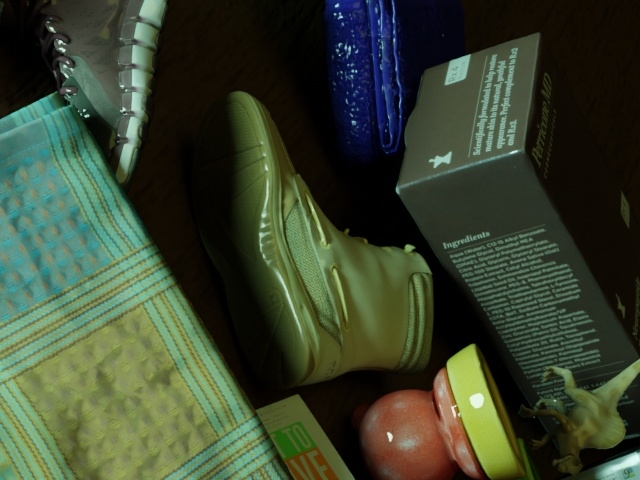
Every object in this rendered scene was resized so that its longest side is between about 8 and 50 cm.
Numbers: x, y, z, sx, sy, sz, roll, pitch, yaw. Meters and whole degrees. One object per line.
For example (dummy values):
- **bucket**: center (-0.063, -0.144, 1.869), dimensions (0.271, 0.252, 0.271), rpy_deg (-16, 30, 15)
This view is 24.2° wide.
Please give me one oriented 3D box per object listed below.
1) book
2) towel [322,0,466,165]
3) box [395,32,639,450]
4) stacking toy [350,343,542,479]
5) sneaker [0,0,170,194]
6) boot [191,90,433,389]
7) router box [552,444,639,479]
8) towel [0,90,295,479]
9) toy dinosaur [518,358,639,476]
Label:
- **book**: center (-0.018, 0.199, 1.177), dimensions (0.096, 0.035, 0.144), rpy_deg (-14, 61, -48)
- **towel**: center (0.088, -0.236, 1.509), dimensions (0.227, 0.076, 0.308), rpy_deg (-15, 105, -53)
- **box**: center (0.227, 0.008, 1.473), dimensions (0.381, 0.143, 0.191), rpy_deg (54, 33, -31)
- **stacking toy**: center (0.142, 0.279, 1.294), dimensions (0.279, 0.130, 0.309), rpy_deg (57, 14, -56)
- **sneaker**: center (-0.213, -0.144, 1.191), dimensions (0.162, 0.106, 0.281), rpy_deg (13, 63, -14)
- **boot**: center (0.000, 0.000, 1.318), dimensions (0.203, 0.095, 0.262), rpy_deg (2, 65, -49)
- **router box**: center (0.389, 0.205, 1.408), dimensions (0.243, 0.308, 0.081), rpy_deg (6, 62, -66)
- **towel**: center (-0.183, 0.097, 1.024), dimensions (0.271, 0.040, 0.370), rpy_deg (-33, 91, -41)
- **toy dinosaur**: center (0.245, 0.158, 1.390), dimensions (0.092, 0.053, 0.183), rpy_deg (24, 49, 26)
